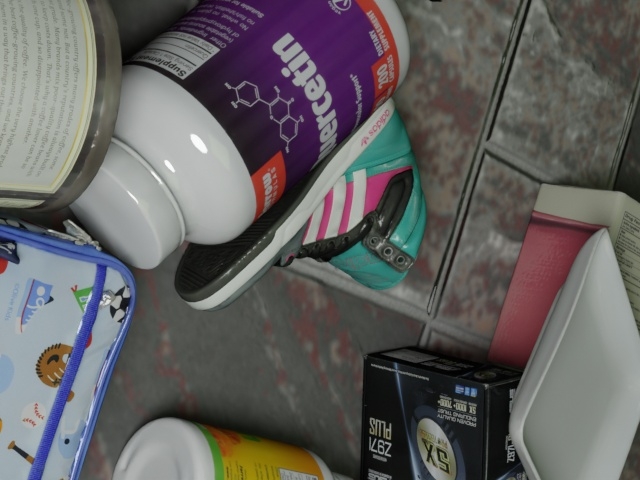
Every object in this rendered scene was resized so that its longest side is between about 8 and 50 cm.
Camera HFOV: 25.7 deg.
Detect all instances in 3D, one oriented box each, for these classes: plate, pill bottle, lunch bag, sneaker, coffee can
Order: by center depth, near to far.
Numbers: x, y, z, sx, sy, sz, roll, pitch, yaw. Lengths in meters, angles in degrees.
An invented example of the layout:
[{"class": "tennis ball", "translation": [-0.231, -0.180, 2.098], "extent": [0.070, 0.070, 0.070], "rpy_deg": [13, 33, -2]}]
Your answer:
[{"class": "coffee can", "translation": [-0.314, -0.127, 1.027], "extent": [0.275, 0.201, 0.201], "rpy_deg": [3, 95, -42]}, {"class": "lunch bag", "translation": [-0.281, 0.116, 1.149], "extent": [0.243, 0.115, 0.303], "rpy_deg": [20, 89, -42]}, {"class": "pill bottle", "translation": [-0.077, -0.121, 1.258], "extent": [0.323, 0.181, 0.181], "rpy_deg": [-44, 124, -28]}, {"class": "pill bottle", "translation": [-0.069, 0.258, 1.358], "extent": [0.246, 0.136, 0.136], "rpy_deg": [21, 83, -42]}, {"class": "sneaker", "translation": [0.000, 0.000, 1.397], "extent": [0.295, 0.124, 0.178], "rpy_deg": [-46, 123, -19]}, {"class": "plate", "translation": [0.274, 0.173, 1.500], "extent": [0.278, 0.045, 0.277], "rpy_deg": [-61, 142, -33]}]

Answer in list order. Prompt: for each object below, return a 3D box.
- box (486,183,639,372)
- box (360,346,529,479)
[{"class": "box", "translation": [0.318, 0.066, 1.685], "extent": [0.149, 0.127, 0.232], "rpy_deg": [26, 79, -41]}, {"class": "box", "translation": [0.132, 0.203, 1.502], "extent": [0.078, 0.180, 0.147], "rpy_deg": [-7, 102, -43]}]
